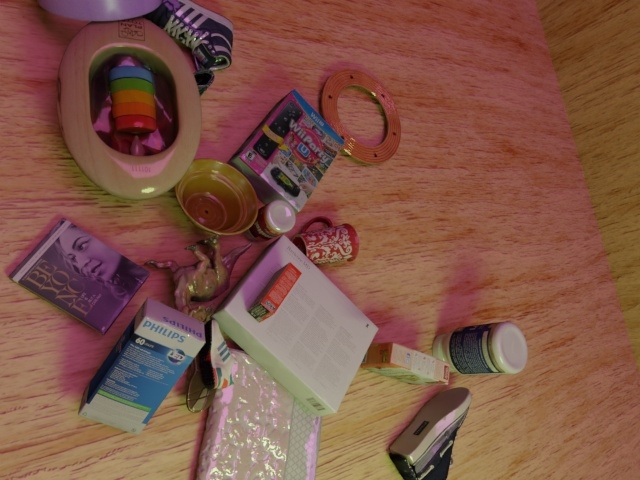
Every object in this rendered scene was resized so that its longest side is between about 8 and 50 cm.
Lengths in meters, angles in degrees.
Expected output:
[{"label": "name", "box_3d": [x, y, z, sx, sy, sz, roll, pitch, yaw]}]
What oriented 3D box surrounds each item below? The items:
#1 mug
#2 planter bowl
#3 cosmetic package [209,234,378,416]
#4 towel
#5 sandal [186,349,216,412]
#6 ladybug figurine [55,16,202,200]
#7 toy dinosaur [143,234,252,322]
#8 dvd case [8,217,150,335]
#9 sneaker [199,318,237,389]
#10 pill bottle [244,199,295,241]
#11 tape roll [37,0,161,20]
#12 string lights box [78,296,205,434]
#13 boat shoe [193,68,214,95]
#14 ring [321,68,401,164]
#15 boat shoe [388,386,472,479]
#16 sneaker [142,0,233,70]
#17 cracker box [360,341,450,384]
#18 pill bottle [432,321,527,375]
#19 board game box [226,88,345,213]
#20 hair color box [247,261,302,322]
[{"label": "mug", "box_3d": [0.000, 0.010, 1.467, 0.169, 0.150, 0.113, -9, 118, -33]}, {"label": "planter bowl", "box_3d": [-0.270, -0.090, 1.281, 0.217, 0.090, 0.217, 19, 53, -26]}, {"label": "cosmetic package", "box_3d": [-0.053, 0.213, 1.319, 0.377, 0.097, 0.284, 46, 50, -10]}, {"label": "towel", "box_3d": [-0.131, 0.459, 1.257, 0.316, 0.053, 0.332, 21, 65, -29]}, {"label": "sandal", "box_3d": [-0.282, 0.311, 1.199, 0.072, 0.049, 0.180, 19, 51, -36]}, {"label": "ladybug figurine", "box_3d": [-0.433, -0.298, 1.178, 0.304, 0.162, 0.450, 1, 77, -24]}, {"label": "toy dinosaur", "box_3d": [-0.275, 0.105, 1.219, 0.295, 0.127, 0.201, -28, 99, -48]}, {"label": "dvd case", "box_3d": [-0.503, 0.073, 1.090, 0.221, 0.018, 0.165, 33, 59, -6]}, {"label": "sneaker", "box_3d": [-0.235, 0.265, 1.198, 0.075, 0.057, 0.162, 13, 58, -44]}, {"label": "pill bottle", "box_3d": [-0.137, -0.046, 1.335, 0.086, 0.152, 0.086, 11, 71, -33]}, {"label": "tape roll", "box_3d": [-0.508, -0.598, 1.176, 0.274, 0.090, 0.275, 5, 44, -4]}, {"label": "string lights box", "box_3d": [-0.359, 0.258, 1.041, 0.133, 0.077, 0.260, 32, 102, -25]}, {"label": "boat shoe", "box_3d": [-0.352, -0.381, 1.323, 0.065, 0.083, 0.183, 49, 55, -14]}, {"label": "ring", "box_3d": [0.136, -0.410, 1.714, 0.336, 0.032, 0.337, 12, 70, -33]}, {"label": "boat shoe", "box_3d": [0.352, 0.595, 1.531, 0.340, 0.127, 0.158, -32, 102, -29]}, {"label": "sneaker", "box_3d": [-0.355, -0.545, 1.360, 0.282, 0.099, 0.153, 7, 71, -37]}, {"label": "cracker box", "box_3d": [0.237, 0.358, 1.482, 0.232, 0.155, 0.067, 24, 64, -28]}, {"label": "pill bottle", "box_3d": [0.487, 0.341, 1.599, 0.153, 0.264, 0.153, 12, 70, -34]}, {"label": "board game box", "box_3d": [-0.092, -0.247, 1.463, 0.224, 0.097, 0.304, 43, 56, -18]}, {"label": "hair color box", "box_3d": [-0.107, 0.121, 1.212, 0.043, 0.072, 0.141, 44, 49, -10]}]
